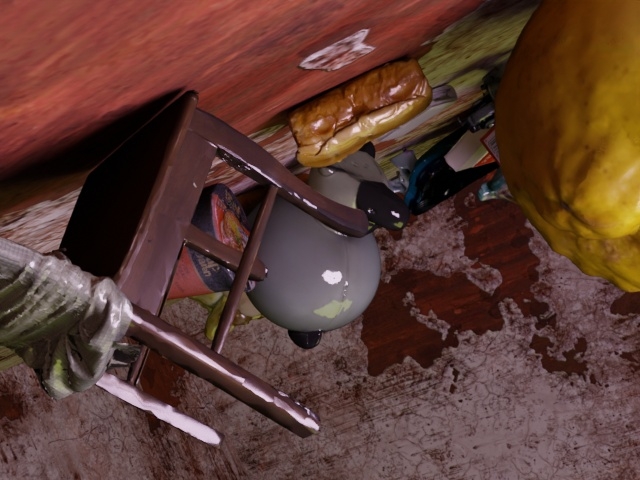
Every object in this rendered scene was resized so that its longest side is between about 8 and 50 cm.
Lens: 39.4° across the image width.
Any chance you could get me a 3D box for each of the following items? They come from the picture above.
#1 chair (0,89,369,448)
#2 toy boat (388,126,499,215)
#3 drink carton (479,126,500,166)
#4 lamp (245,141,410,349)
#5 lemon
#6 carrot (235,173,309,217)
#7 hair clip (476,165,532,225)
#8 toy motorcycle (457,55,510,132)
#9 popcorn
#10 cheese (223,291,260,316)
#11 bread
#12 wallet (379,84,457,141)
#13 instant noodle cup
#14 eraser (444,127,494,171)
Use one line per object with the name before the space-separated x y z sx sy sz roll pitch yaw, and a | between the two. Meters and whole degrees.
chair | -0.146 0.001 0.549 0.160 0.319 0.186 -24 -137 50
toy boat | 0.244 -0.160 1.564 0.298 0.092 0.134 -31 151 -32
drink carton | 0.331 -0.188 1.251 0.096 0.071 0.223 -22 162 -38
lamp | 0.000 0.000 1.099 0.197 0.198 0.244 -21 151 -53
lemon | 0.286 -0.113 0.697 0.316 0.285 0.285 -56 -177 -8
carrot | -0.074 -0.058 1.182 0.190 0.037 0.037 -27 -179 -41
hair clip | 0.328 -0.146 1.081 0.110 0.096 0.359 4 144 -29
toy motorcycle | 0.253 -0.180 1.038 0.157 0.091 0.263 -34 176 25
popcorn | -0.169 0.088 1.697 0.197 0.213 0.198 -2 152 -1
cheese | -0.052 0.003 1.334 0.262 0.159 0.093 -24 -153 25
bread | 0.033 -0.107 0.766 0.132 0.053 0.074 -26 178 -2
wallet | 0.104 -0.145 1.044 0.061 0.025 0.122 -15 174 -29
instant noodle cup | -0.154 0.014 1.007 0.135 0.127 0.127 -16 180 12
eraser | 0.311 -0.187 1.438 0.230 0.038 0.157 -18 155 -50
